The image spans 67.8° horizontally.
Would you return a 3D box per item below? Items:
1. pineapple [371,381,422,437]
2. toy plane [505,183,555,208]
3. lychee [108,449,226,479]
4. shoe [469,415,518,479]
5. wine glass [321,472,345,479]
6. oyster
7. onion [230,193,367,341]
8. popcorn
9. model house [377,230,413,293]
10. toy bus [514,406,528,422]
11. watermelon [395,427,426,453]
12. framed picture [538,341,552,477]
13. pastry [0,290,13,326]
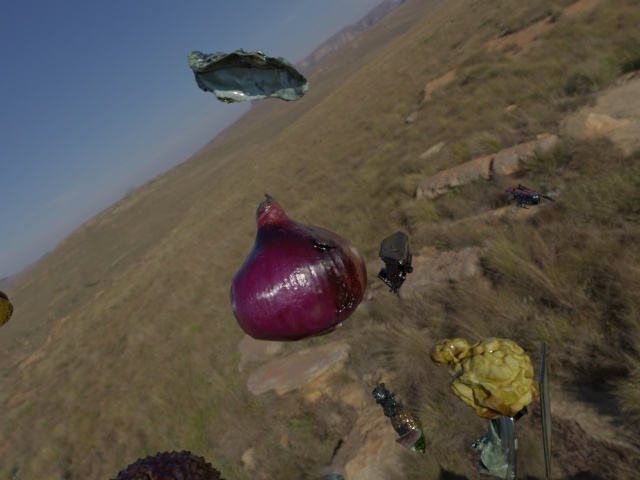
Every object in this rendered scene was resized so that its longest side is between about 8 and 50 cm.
[{"bbox_3d":[0.297,0.681,1.921,0.111,0.237,0.119,-3,-51,-42],"label":"pineapple"},{"bbox_3d":[0.516,-0.114,1.204,0.060,0.037,0.145,-22,21,-9],"label":"toy plane"},{"bbox_3d":[-0.263,0.499,0.783,0.268,0.267,0.267,-32,17,11],"label":"lychee"},{"bbox_3d":[0.557,0.656,1.541,0.149,0.292,0.109,-5,22,19],"label":"shoe"},{"bbox_3d":[0.035,0.717,1.234,0.066,0.197,0.066,-2,-5,0],"label":"wine glass"},{"bbox_3d":[-0.155,-0.342,0.996,0.252,0.199,0.087,0,69,52],"label":"oyster"},{"bbox_3d":[-0.077,0.062,1.195,0.348,0.385,0.348,-23,-6,-3],"label":"onion"},{"bbox_3d":[0.498,0.405,1.462,0.332,0.264,0.225,23,54,32],"label":"popcorn"},{"bbox_3d":[0.293,0.082,1.795,0.141,0.164,0.203,-10,33,25],"label":"model house"},{"bbox_3d":[0.675,0.564,1.724,0.114,0.098,0.201,-51,-1,22],"label":"toy bus"},{"bbox_3d":[0.324,0.693,1.617,0.087,0.069,0.163,-33,-7,-12],"label":"watermelon"},{"bbox_3d":[0.739,0.547,1.562,0.016,0.346,0.265,-4,16,28],"label":"framed picture"},{"bbox_3d":[-0.699,0.141,0.984,0.109,0.097,0.057,-15,44,-25],"label":"pastry"}]
